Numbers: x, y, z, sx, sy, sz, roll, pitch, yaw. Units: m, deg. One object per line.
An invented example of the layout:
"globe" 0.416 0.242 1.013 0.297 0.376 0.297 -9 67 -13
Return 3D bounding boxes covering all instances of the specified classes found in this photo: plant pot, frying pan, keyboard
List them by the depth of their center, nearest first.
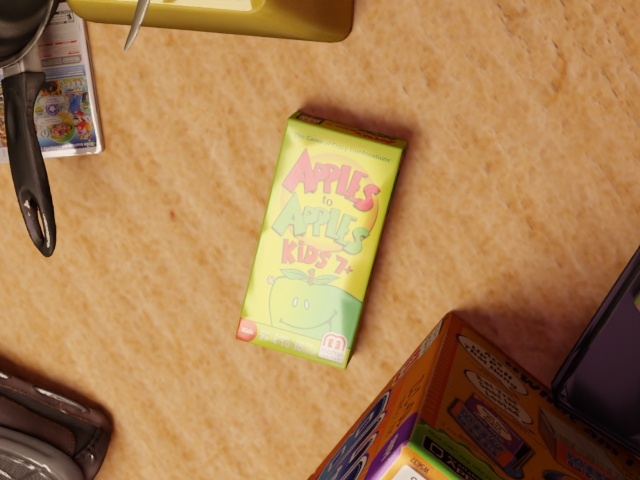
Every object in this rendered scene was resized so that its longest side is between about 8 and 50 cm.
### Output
"plant pot" -0.088 -0.247 1.328 0.212 0.187 0.212 6 102 8
"frying pan" -0.223 -0.174 1.384 0.197 0.053 0.326 -42 75 41
"keyboard" 0.335 0.040 1.387 0.201 0.033 0.317 33 100 -1

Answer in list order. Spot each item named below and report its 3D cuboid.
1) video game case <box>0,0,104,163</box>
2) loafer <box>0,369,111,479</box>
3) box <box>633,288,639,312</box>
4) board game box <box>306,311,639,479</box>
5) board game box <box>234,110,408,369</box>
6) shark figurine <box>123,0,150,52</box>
"video game case" -0.222 -0.125 1.466 0.087 0.011 0.122 -5 101 10
"loafer" -0.314 0.130 1.508 0.302 0.095 0.109 24 135 8
"box" 0.385 0.034 1.308 0.243 0.117 0.214 34 100 -2
"board game box" 0.108 0.329 1.328 0.356 0.356 0.356 38 104 0
"board game box" 0.000 0.000 1.439 0.092 0.043 0.181 15 104 6
"shark figurine" -0.190 -0.268 1.215 0.278 0.166 0.116 40 139 -9
